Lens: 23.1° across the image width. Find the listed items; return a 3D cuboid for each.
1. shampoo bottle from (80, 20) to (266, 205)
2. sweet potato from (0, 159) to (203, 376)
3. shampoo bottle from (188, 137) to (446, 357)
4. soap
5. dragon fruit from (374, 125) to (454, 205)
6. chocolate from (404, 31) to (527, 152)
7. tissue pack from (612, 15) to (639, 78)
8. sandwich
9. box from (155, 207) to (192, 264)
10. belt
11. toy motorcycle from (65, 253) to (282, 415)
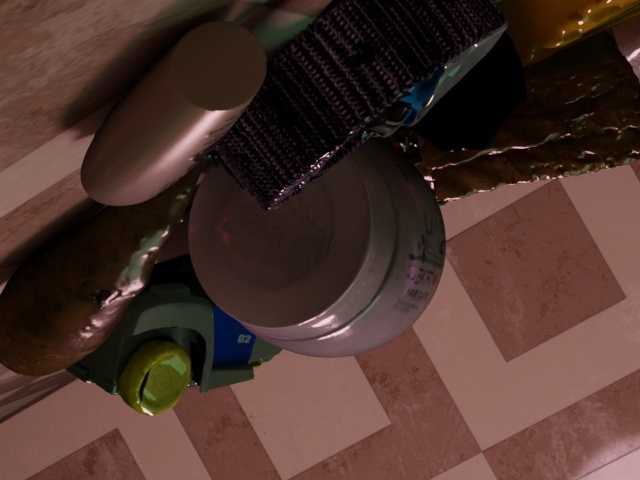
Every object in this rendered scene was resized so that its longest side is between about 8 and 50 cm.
[{"bbox_3d":[-0.125,-0.087,1.230,0.127,0.078,0.257,-43,-175,-30],"label":"shampoo bottle"},{"bbox_3d":[-0.254,0.037,1.722,0.130,0.130,0.423,-25,167,-48],"label":"sweet potato"},{"bbox_3d":[0.000,0.000,1.841,0.273,0.273,0.266,-30,163,16],"label":"shampoo bottle"},{"bbox_3d":[0.357,-0.311,1.738,0.324,0.096,0.204,-27,177,-34],"label":"soap"},{"bbox_3d":[0.135,-0.124,2.095,0.182,0.182,0.188,-29,-165,-8],"label":"dragon fruit"},{"bbox_3d":[0.141,-0.188,1.654,0.156,0.156,0.133,-30,-167,17],"label":"chocolate"},{"bbox_3d":[0.528,-0.292,1.987,0.238,0.238,0.305,-26,175,-42],"label":"tissue pack"},{"bbox_3d":[0.238,-0.161,1.861,0.262,0.131,0.325,-12,-163,7],"label":"sandwich"},{"bbox_3d":[-0.092,-0.024,2.157,0.260,0.111,0.194,-32,176,8],"label":"box"},{"bbox_3d":[0.031,-0.141,1.335,0.260,0.122,0.325,-37,178,-20],"label":"belt"},{"bbox_3d":[-0.169,0.085,1.977,0.326,0.200,0.191,-7,-157,-44],"label":"toy motorcycle"}]
